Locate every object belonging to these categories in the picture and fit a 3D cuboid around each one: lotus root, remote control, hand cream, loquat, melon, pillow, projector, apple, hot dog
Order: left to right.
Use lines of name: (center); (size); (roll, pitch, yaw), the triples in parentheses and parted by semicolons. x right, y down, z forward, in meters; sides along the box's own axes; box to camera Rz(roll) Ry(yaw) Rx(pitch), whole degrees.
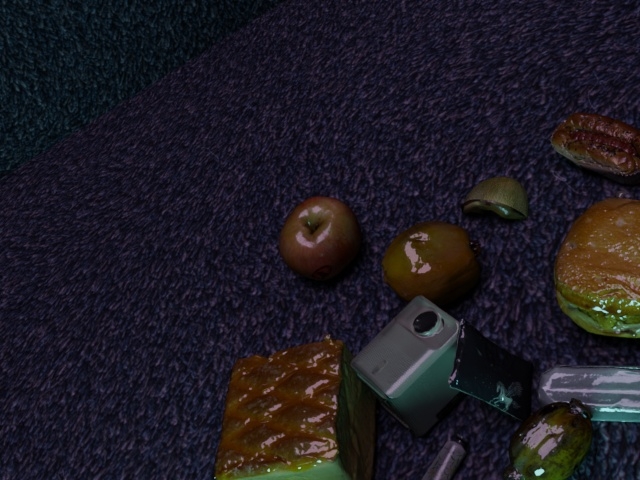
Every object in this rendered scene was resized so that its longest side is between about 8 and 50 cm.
apple: (0.000, 0.000, 2.008); (0.209, 0.164, 0.209); (-10, 57, 17)
projector: (0.206, 0.242, 1.640); (0.242, 0.177, 0.163); (-42, 42, -9)
loquat: (0.248, 0.050, 1.794); (0.234, 0.176, 0.187); (-20, 83, -9)
hand cream: (0.217, 0.452, 1.543); (0.067, 0.042, 0.194); (24, 72, 42)
pillow: (0.327, 0.252, 1.543); (0.055, 0.208, 0.141); (-28, 37, 49)
melon: (0.406, -0.110, 1.906); (0.160, 0.079, 0.128); (5, 57, 36)
lotus root: (0.402, 0.368, 1.448); (0.209, 0.120, 0.120); (-44, 42, -7)
remote control: (0.519, 0.277, 1.502); (0.247, 0.052, 0.104); (-5, 54, 27)
hot dog: (0.643, -0.215, 1.853); (0.144, 0.075, 0.268); (-46, 40, -8)

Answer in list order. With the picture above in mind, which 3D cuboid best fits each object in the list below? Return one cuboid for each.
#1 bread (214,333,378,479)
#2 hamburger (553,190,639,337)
bread: (-0.040, 0.378, 1.652); (0.279, 0.207, 0.279); (-16, 44, 19)
hamburger: (0.598, 0.041, 1.576); (0.289, 0.170, 0.314); (9, 56, 34)
